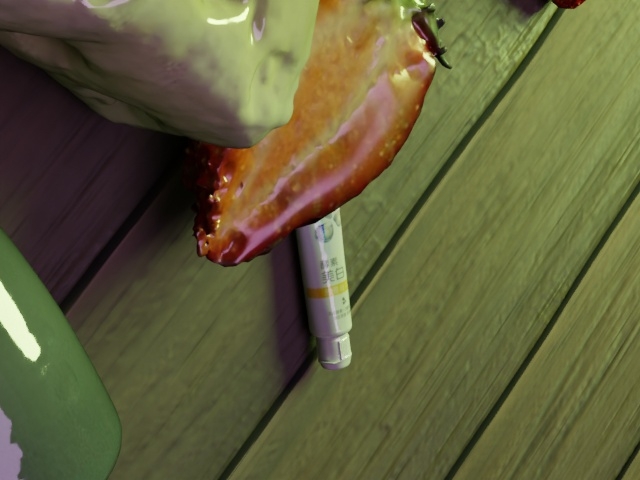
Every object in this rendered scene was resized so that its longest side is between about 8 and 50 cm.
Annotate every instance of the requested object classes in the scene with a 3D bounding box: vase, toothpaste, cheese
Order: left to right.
[{"bbox_3d":[-0.231,0.003,0.746,0.173,0.173,0.321,-32,117,-31],"label":"vase"},{"bbox_3d":[-0.103,-0.195,0.773,0.251,0.173,0.248,17,87,-55],"label":"cheese"},{"bbox_3d":[0.000,0.000,1.036,0.048,0.031,0.190,-19,111,-33],"label":"toothpaste"}]

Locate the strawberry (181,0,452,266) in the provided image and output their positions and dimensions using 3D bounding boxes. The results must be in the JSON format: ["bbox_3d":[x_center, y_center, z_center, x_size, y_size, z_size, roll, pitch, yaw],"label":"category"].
[{"bbox_3d":[-0.014,-0.089,0.954,0.174,0.098,0.228,19,92,-42],"label":"strawberry"}]

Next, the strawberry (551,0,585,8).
[{"bbox_3d":[0.200,-0.217,1.130,0.073,0.073,0.083,-31,134,-32],"label":"strawberry"}]
